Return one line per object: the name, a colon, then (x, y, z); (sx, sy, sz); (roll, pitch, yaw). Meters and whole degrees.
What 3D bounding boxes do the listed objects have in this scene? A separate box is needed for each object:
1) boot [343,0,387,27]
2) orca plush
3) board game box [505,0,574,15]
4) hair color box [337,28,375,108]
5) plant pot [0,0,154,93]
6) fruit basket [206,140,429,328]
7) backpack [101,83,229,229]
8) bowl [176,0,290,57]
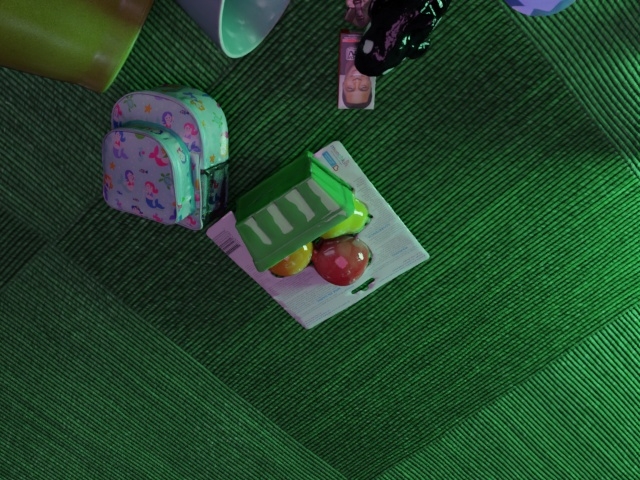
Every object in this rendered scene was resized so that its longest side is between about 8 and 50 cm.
boot: (0.089, -0.439, 1.265); (0.087, 0.042, 0.118); (10, 116, -3)
orca plush: (0.188, -0.385, 1.233); (0.287, 0.102, 0.151); (-32, 129, -2)
board game box: (0.389, -0.485, 1.247); (0.133, 0.033, 0.169); (-3, 112, 7)
hair color box: (0.069, -0.320, 1.324); (0.072, 0.043, 0.141); (0, 118, -2)
plant pot: (-0.462, -0.419, 1.133); (0.353, 0.366, 0.366); (26, 115, -26)
fruit basket: (0.000, 0.000, 1.452); (0.327, 0.165, 0.353); (-33, 128, 16)
backpack: (-0.289, -0.160, 1.322); (0.225, 0.191, 0.254); (17, 112, 21)
bowl: (-0.144, -0.470, 1.133); (0.163, 0.311, 0.312); (29, 115, 7)
